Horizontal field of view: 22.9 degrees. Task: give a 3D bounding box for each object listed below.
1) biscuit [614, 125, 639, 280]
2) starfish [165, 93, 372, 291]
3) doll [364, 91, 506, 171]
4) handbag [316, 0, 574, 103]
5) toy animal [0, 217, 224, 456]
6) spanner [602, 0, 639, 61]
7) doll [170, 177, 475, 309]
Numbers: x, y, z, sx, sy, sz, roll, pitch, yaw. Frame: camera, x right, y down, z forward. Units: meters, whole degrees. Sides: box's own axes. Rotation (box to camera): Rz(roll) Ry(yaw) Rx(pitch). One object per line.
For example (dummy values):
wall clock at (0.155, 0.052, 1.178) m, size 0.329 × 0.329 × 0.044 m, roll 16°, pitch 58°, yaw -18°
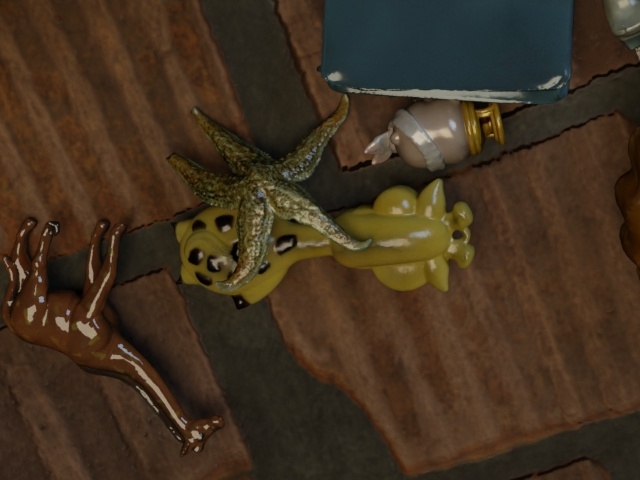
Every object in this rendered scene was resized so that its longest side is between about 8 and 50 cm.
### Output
biscuit at (0.408, -0.056, 1.341) m, size 0.325 × 0.107 × 0.326 m, roll -2°, pitch 129°, yaw -3°
starfish at (-0.045, -0.053, 1.440) m, size 0.223 × 0.050 × 0.217 m, roll 32°, pitch 70°, yaw 18°
doll at (0.100, -0.106, 1.432) m, size 0.127 × 0.073 × 0.084 m, roll -11°, pitch 80°, yaw 7°
handbag at (0.112, -0.196, 1.385) m, size 0.221 × 0.057 × 0.144 m, roll 2°, pitch 83°, yaw 9°
toy animal at (-0.203, 0.094, 1.543) m, size 0.224 × 0.066 × 0.230 m, roll 2°, pitch 98°, yaw 4°
spanner at (0.254, -0.221, 1.348) m, size 0.040 × 0.095 × 0.325 m, roll -24°, pitch 103°, yaw 16°
doll at (0.000, 0.000, 1.471) m, size 0.291 × 0.086 × 0.117 m, roll -5°, pitch 103°, yaw 13°
